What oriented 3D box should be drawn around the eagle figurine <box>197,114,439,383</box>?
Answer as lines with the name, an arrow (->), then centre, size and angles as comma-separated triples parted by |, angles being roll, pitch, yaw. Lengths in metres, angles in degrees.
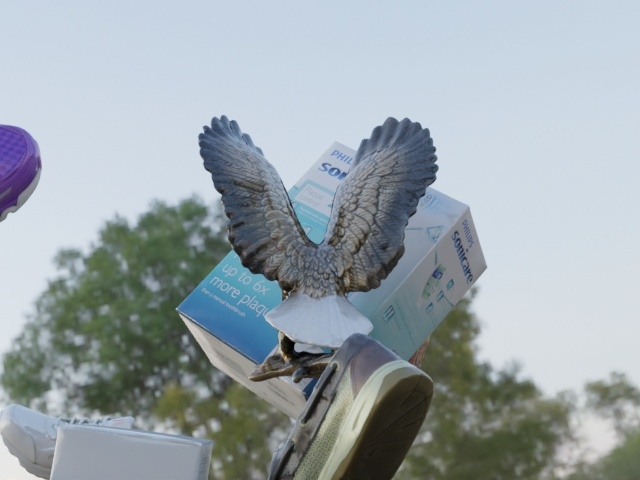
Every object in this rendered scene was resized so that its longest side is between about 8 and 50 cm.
eagle figurine -> -0.007, 0.001, 1.342 | 0.225, 0.298, 0.226 | -3, -6, 39

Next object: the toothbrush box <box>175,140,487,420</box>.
toothbrush box -> 0.018, 0.055, 1.497 | 0.295, 0.216, 0.126 | -46, -38, -19

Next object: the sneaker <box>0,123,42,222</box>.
sneaker -> -0.342, -0.060, 1.012 | 0.237, 0.095, 0.104 | -8, -30, -12

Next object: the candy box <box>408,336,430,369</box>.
candy box -> 0.039, 0.138, 1.670 | 0.187, 0.109, 0.053 | 17, -7, 27

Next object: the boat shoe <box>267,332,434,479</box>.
boat shoe -> 0.001, 0.165, 0.896 | 0.080, 0.073, 0.223 | 7, -61, -43

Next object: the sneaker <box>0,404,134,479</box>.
sneaker -> -0.284, 0.248, 1.577 | 0.232, 0.090, 0.115 | 31, -70, -23

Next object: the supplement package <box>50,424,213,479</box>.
supplement package -> -0.143, 0.226, 0.920 | 0.105, 0.179, 0.105 | 7, -7, 1
